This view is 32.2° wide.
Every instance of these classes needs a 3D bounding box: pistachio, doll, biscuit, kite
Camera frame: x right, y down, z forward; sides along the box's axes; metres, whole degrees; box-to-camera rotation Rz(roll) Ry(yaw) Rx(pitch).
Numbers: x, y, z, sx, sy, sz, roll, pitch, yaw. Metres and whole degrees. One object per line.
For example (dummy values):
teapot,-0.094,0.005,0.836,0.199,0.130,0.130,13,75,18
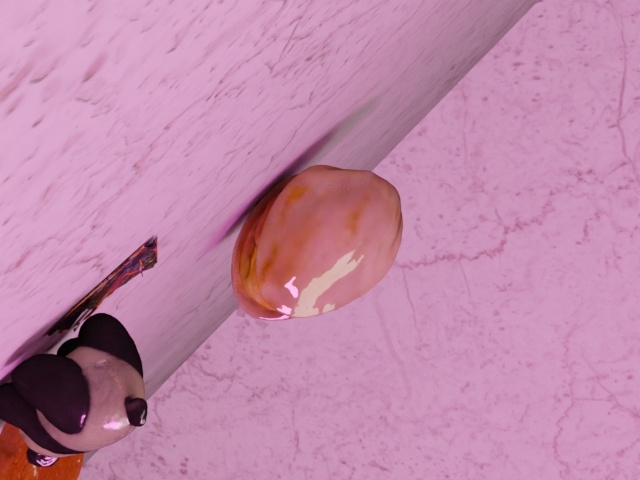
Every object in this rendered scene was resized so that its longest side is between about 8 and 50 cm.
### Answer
pistachio,0.000,0.000,1.759,0.309,0.230,0.230,-43,177,-25
doll,-0.284,0.182,1.275,0.143,0.135,0.234,-35,-178,-39
biscuit,-0.380,0.294,1.461,0.202,0.047,0.334,82,28,-48
kite,-0.237,0.051,1.314,0.183,0.014,0.241,-44,179,27
